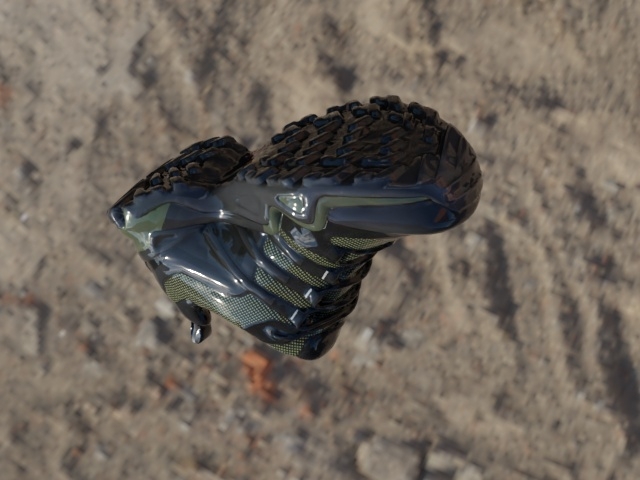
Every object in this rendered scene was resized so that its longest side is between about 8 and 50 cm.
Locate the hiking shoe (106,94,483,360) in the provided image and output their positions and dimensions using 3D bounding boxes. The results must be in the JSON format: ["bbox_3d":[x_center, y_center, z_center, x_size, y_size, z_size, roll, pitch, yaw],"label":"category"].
[{"bbox_3d":[0.000,0.000,0.867,0.227,0.086,0.114,-5,120,45],"label":"hiking shoe"}]
